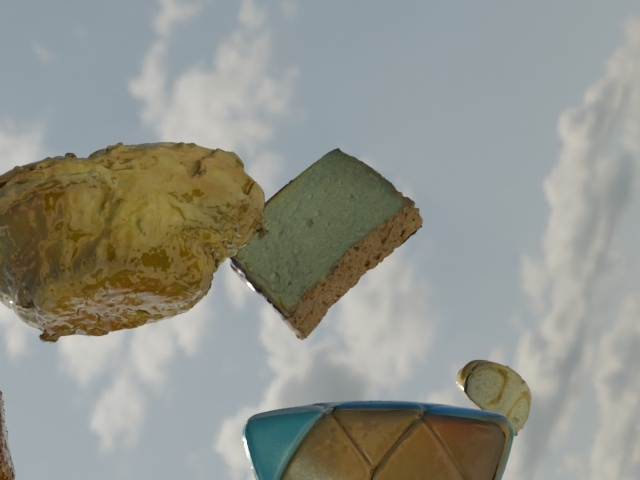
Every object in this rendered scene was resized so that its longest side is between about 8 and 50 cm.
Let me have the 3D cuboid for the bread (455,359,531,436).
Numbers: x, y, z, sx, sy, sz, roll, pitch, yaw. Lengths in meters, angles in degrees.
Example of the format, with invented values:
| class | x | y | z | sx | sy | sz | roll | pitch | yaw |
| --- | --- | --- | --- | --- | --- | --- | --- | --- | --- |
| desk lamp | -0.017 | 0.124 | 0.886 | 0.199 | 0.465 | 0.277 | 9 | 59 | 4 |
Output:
| class | x | y | z | sx | sy | sz | roll | pitch | yaw |
| --- | --- | --- | --- | --- | --- | --- | --- | --- | --- |
| bread | 0.261 | 0.233 | 2.389 | 0.157 | 0.094 | 0.083 | 40 | -105 | -23 |

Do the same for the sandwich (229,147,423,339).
| class | x | y | z | sx | sy | sz | roll | pitch | yaw |
| --- | --- | --- | --- | --- | --- | --- | --- | --- | --- |
| sandwich | 0.000 | 0.000 | 2.264 | 0.251 | 0.226 | 0.087 | -42 | -45 | -8 |

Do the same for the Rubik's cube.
| class | x | y | z | sx | sy | sz | roll | pitch | yaw |
| --- | --- | --- | --- | --- | --- | --- | --- | --- | --- |
| Rubik's cube | 0.067 | 0.264 | 1.450 | 0.254 | 0.254 | 0.254 | 14 | -90 | -73 |

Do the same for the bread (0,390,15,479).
| class | x | y | z | sx | sy | sz | roll | pitch | yaw |
| --- | --- | --- | --- | --- | --- | --- | --- | --- | --- |
| bread | -0.309 | 0.115 | 1.348 | 0.139 | 0.077 | 0.271 | 81 | 177 | -45 |

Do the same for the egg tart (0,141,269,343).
| class | x | y | z | sx | sy | sz | roll | pitch | yaw |
| --- | --- | --- | --- | --- | --- | --- | --- | --- | --- |
| egg tart | -0.241 | 0.021 | 1.769 | 0.339 | 0.351 | 0.153 | 125 | 140 | -58 |
